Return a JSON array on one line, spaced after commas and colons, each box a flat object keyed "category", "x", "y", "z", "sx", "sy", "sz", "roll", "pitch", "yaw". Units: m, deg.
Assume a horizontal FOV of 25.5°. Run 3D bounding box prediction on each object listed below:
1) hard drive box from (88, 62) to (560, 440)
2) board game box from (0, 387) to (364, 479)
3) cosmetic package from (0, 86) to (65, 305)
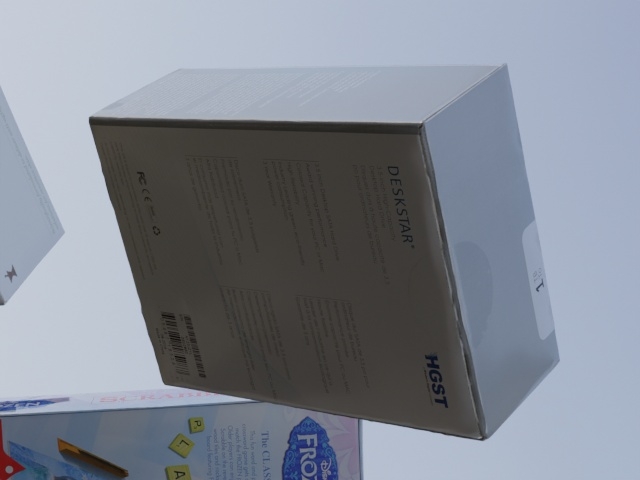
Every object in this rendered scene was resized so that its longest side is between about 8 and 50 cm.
[{"category": "hard drive box", "x": 0.000, "y": 0.000, "z": 0.793, "sx": 0.232, "sy": 0.089, "sz": 0.181, "roll": 6, "pitch": -61, "yaw": 37}, {"category": "board game box", "x": -0.121, "y": 0.270, "z": 1.046, "sx": 0.066, "sy": 0.317, "sz": 0.319, "roll": -119, "pitch": -153, "yaw": -83}, {"category": "cosmetic package", "x": -0.478, "y": -0.025, "z": 1.460, "sx": 0.365, "sy": 0.155, "sz": 0.197, "roll": -8, "pitch": -64, "yaw": 21}]
